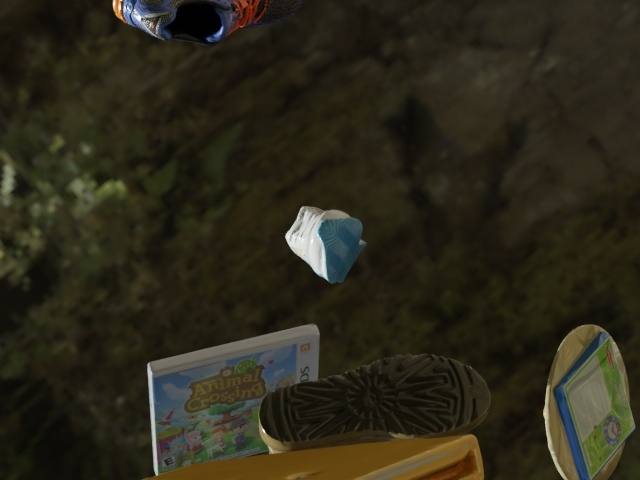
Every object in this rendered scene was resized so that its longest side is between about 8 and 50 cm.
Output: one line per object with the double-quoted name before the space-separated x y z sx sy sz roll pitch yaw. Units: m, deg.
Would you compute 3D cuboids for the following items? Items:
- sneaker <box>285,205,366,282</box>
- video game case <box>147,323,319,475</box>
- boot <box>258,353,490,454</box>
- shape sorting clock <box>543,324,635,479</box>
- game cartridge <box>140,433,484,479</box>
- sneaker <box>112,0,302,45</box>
"sneaker" 0.000 0.000 2.193 0.092 0.087 0.228 31 174 7
"video game case" -0.104 0.199 2.072 0.023 0.212 0.193 -118 22 -44
"boot" 0.052 0.222 1.721 0.269 0.236 0.089 83 -177 -56
"shape sorting clock" 0.334 0.208 2.116 0.040 0.206 0.206 1 134 41
"game cartridge" -0.070 0.224 1.406 0.324 0.285 0.052 -13 89 37
"sneaker" -0.110 -0.244 1.805 0.087 0.221 0.083 49 138 37
